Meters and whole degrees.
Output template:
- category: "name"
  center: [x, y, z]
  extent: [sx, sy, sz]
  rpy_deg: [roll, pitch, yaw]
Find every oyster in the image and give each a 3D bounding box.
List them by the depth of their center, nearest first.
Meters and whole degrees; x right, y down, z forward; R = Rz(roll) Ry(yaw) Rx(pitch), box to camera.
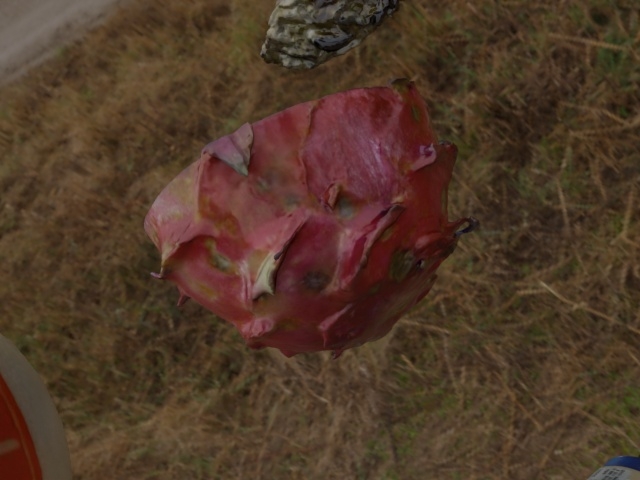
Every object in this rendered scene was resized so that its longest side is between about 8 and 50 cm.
- category: "oyster"
  center: [0.008, -0.206, 0.765]
  extent: [0.177, 0.056, 0.105]
  rpy_deg: [-36, 90, 34]

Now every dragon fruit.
- category: "dragon fruit"
  center: [0.000, 0.000, 1.098]
  extent: [0.371, 0.386, 0.249]
  rpy_deg: [-31, 76, 15]

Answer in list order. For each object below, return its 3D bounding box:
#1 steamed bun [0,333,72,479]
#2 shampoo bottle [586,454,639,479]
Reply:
- category: "steamed bun"
  center: [-0.379, 0.199, 0.781]
  extent: [0.241, 0.375, 0.374]
  rpy_deg: [-47, 37, 44]
- category: "shampoo bottle"
  center: [0.288, 0.259, 0.929]
  extent: [0.087, 0.183, 0.050]
  rpy_deg: [12, 118, 44]
